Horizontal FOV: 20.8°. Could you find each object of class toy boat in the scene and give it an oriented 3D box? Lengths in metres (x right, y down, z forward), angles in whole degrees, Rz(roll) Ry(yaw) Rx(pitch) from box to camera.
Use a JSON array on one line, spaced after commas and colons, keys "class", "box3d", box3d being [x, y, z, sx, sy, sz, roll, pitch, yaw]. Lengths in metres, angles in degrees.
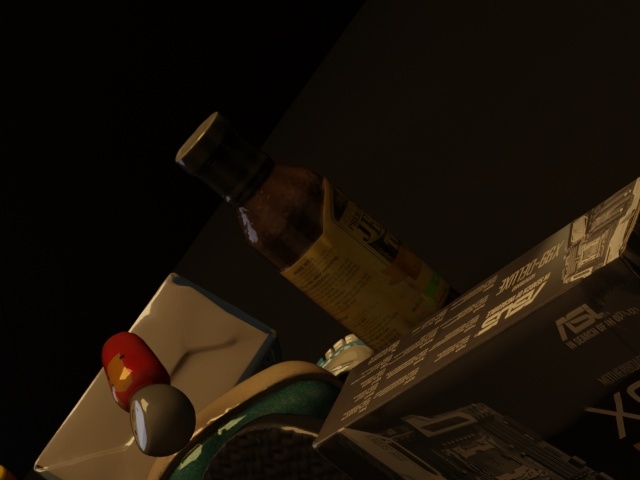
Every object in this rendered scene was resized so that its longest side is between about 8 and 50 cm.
[{"class": "toy boat", "box3d": [-0.098, 0.212, 1.721, 0.267, 0.318, 0.148, -42, 41, 4]}]

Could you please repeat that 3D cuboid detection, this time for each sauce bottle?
[{"class": "sauce bottle", "box3d": [0.000, 0.000, 1.830, 0.111, 0.344, 0.111, -47, 14, 15]}]

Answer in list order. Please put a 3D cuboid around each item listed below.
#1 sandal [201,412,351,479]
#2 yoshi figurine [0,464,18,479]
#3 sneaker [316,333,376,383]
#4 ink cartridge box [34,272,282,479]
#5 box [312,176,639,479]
[{"class": "sandal", "box3d": [-0.034, 0.246, 1.573, 0.107, 0.167, 0.446, -44, -2, -35]}, {"class": "yoshi figurine", "box3d": [-0.289, 0.379, 1.721, 0.203, 0.362, 0.203, -17, 32, 30]}, {"class": "sneaker", "box3d": [-0.004, 0.189, 1.965, 0.190, 0.071, 0.083, -49, 17, 16]}, {"class": "ink cartridge box", "box3d": [-0.168, 0.230, 2.041, 0.270, 0.151, 0.395, -55, -10, -14]}, {"class": "box", "box3d": [0.176, 0.118, 1.028, 0.307, 0.242, 0.076, -37, 18, 49]}]
